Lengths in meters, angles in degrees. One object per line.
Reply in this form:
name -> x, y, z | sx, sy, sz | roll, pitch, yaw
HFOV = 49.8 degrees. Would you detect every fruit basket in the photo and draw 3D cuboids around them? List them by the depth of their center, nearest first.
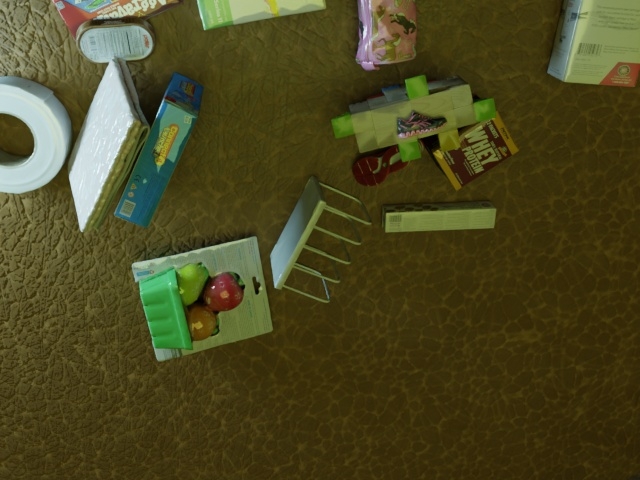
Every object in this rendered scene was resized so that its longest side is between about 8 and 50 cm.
fruit basket -> -0.333, 0.165, 1.991 | 0.353, 0.165, 0.327 | -17, 117, -16

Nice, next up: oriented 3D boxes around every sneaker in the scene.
sneaker -> 0.236, -0.277, 1.614 | 0.119, 0.047, 0.057 | -13, 99, 4
sneaker -> 0.196, -0.216, 1.873 | 0.128, 0.221, 0.087 | -28, 99, -40

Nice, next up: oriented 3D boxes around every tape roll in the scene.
tape roll -> -0.781, -0.268, 1.745 | 0.286, 0.100, 0.286 | -2, 114, -5

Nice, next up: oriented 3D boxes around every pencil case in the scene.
pencil case -> 0.150, -0.613, 1.659 | 0.167, 0.160, 0.386 | -9, 116, -3

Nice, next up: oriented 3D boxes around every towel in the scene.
towel -> -0.520, -0.232, 1.663 | 0.053, 0.317, 0.331 | 14, 122, -37

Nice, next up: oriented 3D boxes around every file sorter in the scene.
file sorter -> 0.000, 0.000, 1.908 | 0.173, 0.193, 0.277 | 21, 111, -18

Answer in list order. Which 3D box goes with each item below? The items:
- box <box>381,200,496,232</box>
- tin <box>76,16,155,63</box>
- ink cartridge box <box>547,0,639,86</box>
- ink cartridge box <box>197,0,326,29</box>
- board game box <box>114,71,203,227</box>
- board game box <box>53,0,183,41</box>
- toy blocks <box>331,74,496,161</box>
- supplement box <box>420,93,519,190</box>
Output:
box -> 0.338, -0.069, 1.983 | 0.324, 0.063, 0.067 | -3, 116, -5
tin -> -0.500, -0.487, 1.688 | 0.190, 0.040, 0.106 | -8, 138, -10
ink cartridge box -> 0.731, -0.552, 1.775 | 0.207, 0.117, 0.282 | 3, 115, -7
ink cartridge box -> -0.106, -0.588, 1.612 | 0.354, 0.207, 0.119 | -10, 113, -1
board game box -> -0.391, -0.230, 1.694 | 0.086, 0.302, 0.308 | 23, 111, -16
board game box -> -0.492, -0.588, 1.669 | 0.281, 0.027, 0.145 | -23, 116, 4
toy blocks -> 0.221, -0.332, 1.752 | 0.382, 0.261, 0.190 | -14, 110, 5
supplement box -> 0.384, -0.264, 1.826 | 0.191, 0.194, 0.129 | -33, 114, 9
